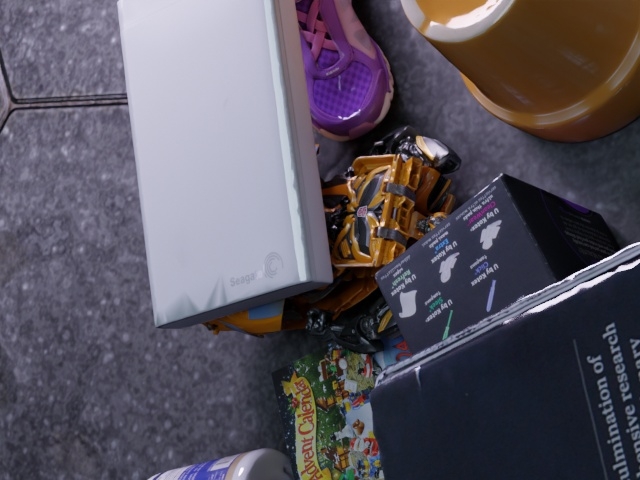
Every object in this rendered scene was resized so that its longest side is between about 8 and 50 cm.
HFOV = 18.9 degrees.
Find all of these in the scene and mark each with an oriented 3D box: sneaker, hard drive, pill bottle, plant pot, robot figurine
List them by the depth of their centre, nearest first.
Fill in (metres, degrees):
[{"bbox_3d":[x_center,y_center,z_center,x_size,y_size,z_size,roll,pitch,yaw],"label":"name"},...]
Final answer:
[{"bbox_3d":[0.169,-0.199,1.572,0.205,0.188,0.205,-10,73,36],"label":"plant pot"},{"bbox_3d":[-0.089,-0.093,1.690,0.203,0.040,0.308,-18,75,43],"label":"hard drive"},{"bbox_3d":[0.000,0.000,1.705,0.291,0.085,0.211,-9,62,44],"label":"robot figurine"},{"bbox_3d":[-0.107,0.257,1.733,0.186,0.112,0.112,-18,69,35],"label":"pill bottle"},{"bbox_3d":[-0.007,-0.204,1.758,0.095,0.104,0.236,-21,67,12],"label":"sneaker"}]

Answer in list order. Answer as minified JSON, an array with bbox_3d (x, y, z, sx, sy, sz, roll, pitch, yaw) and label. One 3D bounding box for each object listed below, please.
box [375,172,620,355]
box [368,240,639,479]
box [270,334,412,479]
[{"bbox_3d":[0.185,0.107,1.501,0.143,0.165,0.270,-40,58,24],"label":"box"},{"bbox_3d":[0.371,0.143,1.087,0.472,0.480,0.297,-29,63,44],"label":"box"},{"bbox_3d":[0.051,0.195,1.665,0.159,0.044,0.233,-28,63,30],"label":"box"}]
